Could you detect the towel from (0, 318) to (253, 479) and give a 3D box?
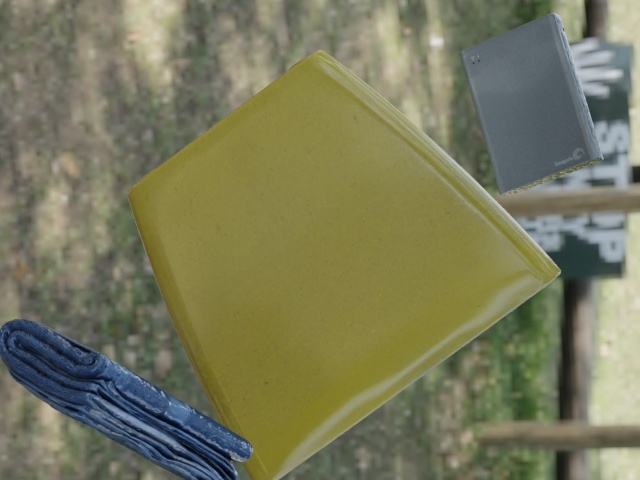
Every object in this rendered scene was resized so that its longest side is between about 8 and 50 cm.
[{"bbox_3d":[-0.083,0.071,0.692,0.119,0.067,0.029,40,76,-51],"label":"towel"}]

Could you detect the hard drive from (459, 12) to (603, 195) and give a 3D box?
[{"bbox_3d":[0.181,-0.116,1.418,0.022,0.094,0.135,7,65,-61],"label":"hard drive"}]

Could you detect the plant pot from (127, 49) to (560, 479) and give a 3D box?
[{"bbox_3d":[0.000,0.000,1.016,0.187,0.212,0.212,54,4,-1],"label":"plant pot"}]
